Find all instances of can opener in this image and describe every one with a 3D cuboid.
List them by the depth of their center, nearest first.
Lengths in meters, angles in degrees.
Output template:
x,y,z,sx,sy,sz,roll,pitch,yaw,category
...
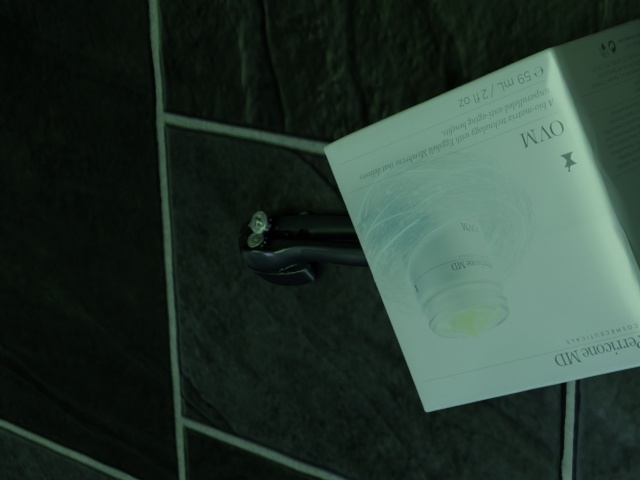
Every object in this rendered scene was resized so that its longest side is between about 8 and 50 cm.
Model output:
x,y,z,sx,sy,sz,roll,pitch,yaw,category
0.000,0.000,1.196,0.186,0.073,0.059,-7,62,40,can opener

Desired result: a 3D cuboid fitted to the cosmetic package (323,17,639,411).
x,y,z,sx,sy,sz,roll,pitch,yaw,category
0.155,-0.012,0.989,0.224,0.138,0.224,-21,92,44,cosmetic package
